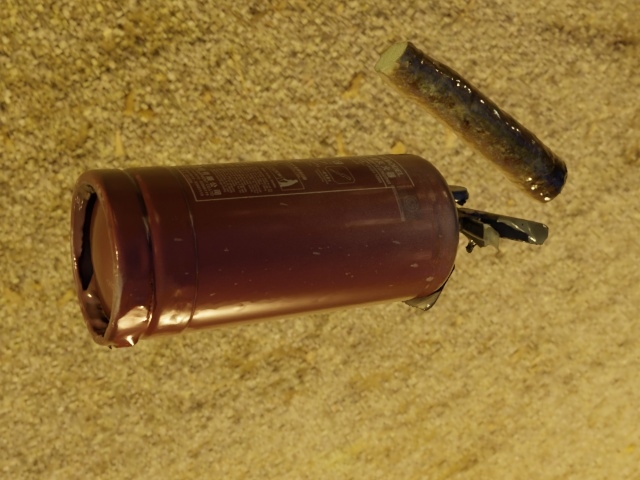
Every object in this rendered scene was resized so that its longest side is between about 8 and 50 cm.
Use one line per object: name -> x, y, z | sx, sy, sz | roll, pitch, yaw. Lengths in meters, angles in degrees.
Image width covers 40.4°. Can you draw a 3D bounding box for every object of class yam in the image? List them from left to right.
yam -> 0.169, -0.126, 0.936 | 0.274, 0.061, 0.061 | 32, 107, -30

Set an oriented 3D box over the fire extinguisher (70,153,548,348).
fire extinguisher -> 0.000, 0.000, 0.509 | 0.268, 0.105, 0.105 | -5, 130, -29
